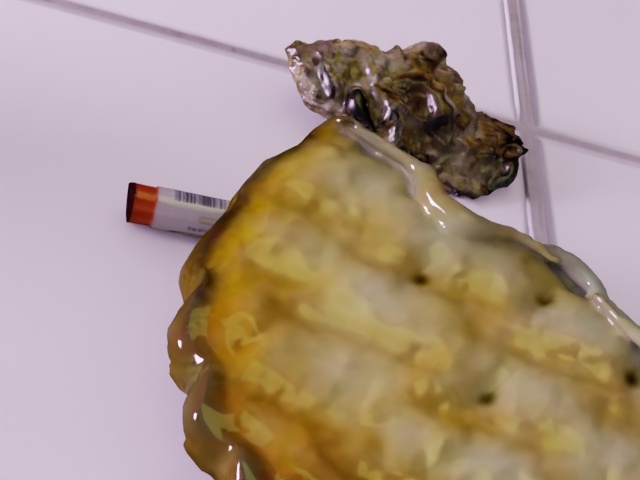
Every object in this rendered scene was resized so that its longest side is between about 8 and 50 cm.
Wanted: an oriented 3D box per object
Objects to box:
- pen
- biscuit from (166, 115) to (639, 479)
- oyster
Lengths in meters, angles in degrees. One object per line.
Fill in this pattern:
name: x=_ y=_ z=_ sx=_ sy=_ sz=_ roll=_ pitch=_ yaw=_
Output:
pen: x=0.000 y=0.000 z=1.046 sx=0.239 sy=0.028 sz=0.028 roll=12 pitch=39 yaw=-13
biscuit: x=0.069 y=0.061 z=0.954 sx=0.329 sy=0.078 sz=0.335 roll=-1 pitch=49 yaw=-24
oyster: x=0.057 y=-0.092 z=1.170 sx=0.177 sy=0.056 sz=0.105 roll=28 pitch=45 yaw=0
